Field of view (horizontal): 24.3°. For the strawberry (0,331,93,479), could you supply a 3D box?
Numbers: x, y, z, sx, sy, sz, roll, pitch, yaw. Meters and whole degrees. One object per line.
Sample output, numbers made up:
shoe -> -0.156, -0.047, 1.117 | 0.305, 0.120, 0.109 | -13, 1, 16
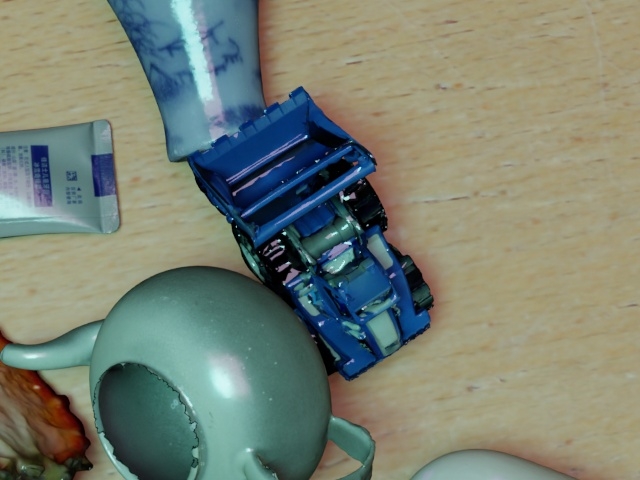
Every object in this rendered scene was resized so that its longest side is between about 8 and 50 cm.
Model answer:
strawberry -> -0.286, 0.132, 1.111 | 0.111, 0.190, 0.236 | -49, 57, 15

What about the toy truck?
toy truck -> 0.000, 0.000, 1.124 | 0.113, 0.126, 0.208 | -33, 104, -9

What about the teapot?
teapot -> -0.088, 0.117, 1.087 | 0.294, 0.129, 0.193 | 24, 122, 32

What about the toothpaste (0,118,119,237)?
toothpaste -> -0.297, -0.041, 1.188 | 0.266, 0.061, 0.096 | -5, 78, -10

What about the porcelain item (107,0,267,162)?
porcelain item -> -0.105, -0.196, 1.181 | 0.141, 0.141, 0.259 | -14, 88, -4

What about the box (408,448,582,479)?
box -> 0.149, 0.345, 1.080 | 0.288, 0.141, 0.349 | 20, 80, 3
